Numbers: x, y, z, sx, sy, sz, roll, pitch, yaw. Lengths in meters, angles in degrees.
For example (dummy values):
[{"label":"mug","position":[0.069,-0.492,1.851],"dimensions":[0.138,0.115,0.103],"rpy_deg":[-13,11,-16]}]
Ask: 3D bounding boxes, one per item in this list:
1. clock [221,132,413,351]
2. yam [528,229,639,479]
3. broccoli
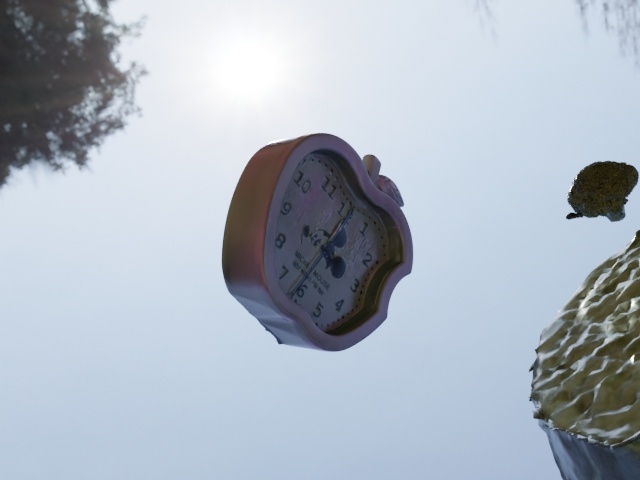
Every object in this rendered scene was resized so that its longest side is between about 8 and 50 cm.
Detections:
[{"label":"clock","position":[0.000,0.000,1.397],"dimensions":[0.102,0.339,0.338],"rpy_deg":[-1,-147,46]},{"label":"yam","position":[0.247,0.126,0.379],"dimensions":[0.241,0.348,0.241],"rpy_deg":[-28,-165,8]},{"label":"broccoli","position":[0.516,-0.087,1.623],"dimensions":[0.130,0.120,0.131],"rpy_deg":[-19,-145,39]}]
